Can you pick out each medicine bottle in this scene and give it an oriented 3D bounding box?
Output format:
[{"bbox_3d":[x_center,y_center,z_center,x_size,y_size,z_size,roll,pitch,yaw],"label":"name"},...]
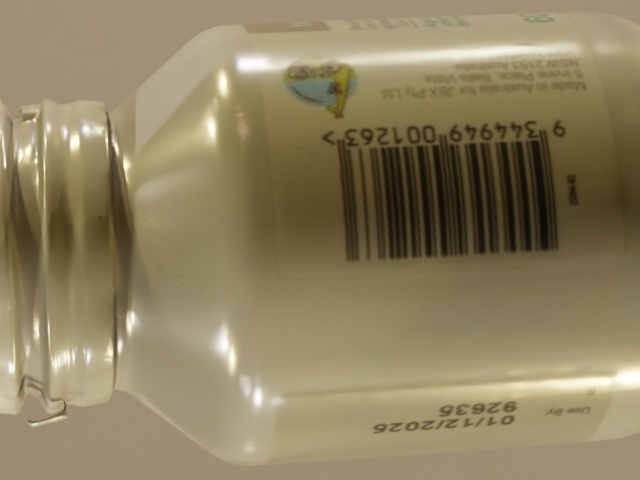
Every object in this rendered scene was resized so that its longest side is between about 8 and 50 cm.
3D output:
[{"bbox_3d":[0.000,0.000,0.596,0.215,0.135,0.135,-3,-99,-8],"label":"medicine bottle"}]
